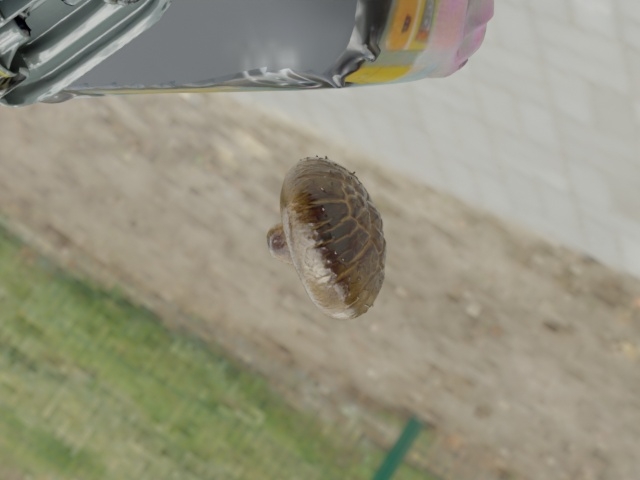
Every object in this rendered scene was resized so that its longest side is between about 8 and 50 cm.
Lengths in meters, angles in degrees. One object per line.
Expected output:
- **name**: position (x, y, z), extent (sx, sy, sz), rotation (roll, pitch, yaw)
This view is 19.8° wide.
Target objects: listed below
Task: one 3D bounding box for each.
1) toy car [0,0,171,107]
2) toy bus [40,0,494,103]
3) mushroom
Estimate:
- **toy car**: position (-0.147, -0.131, 0.755), extent (0.100, 0.097, 0.191), rotation (61, -168, 22)
- **toy bus**: position (-0.057, -0.176, 1.158), extent (0.386, 0.171, 0.162), rotation (3, -172, 44)
- **mushroom**: position (0.008, -0.002, 1.374), extent (0.109, 0.085, 0.126), rotation (169, 84, -76)
